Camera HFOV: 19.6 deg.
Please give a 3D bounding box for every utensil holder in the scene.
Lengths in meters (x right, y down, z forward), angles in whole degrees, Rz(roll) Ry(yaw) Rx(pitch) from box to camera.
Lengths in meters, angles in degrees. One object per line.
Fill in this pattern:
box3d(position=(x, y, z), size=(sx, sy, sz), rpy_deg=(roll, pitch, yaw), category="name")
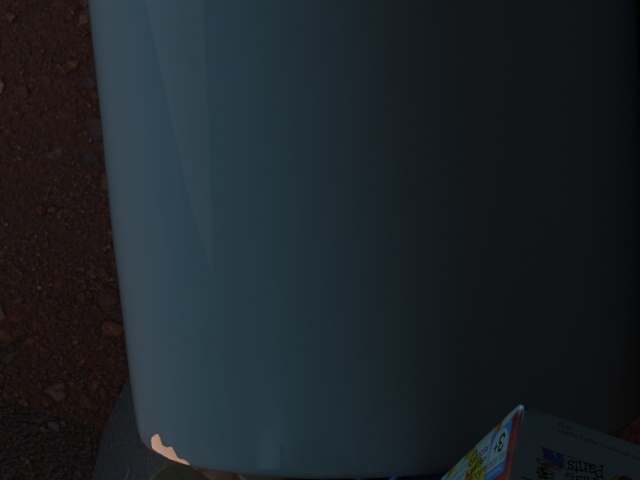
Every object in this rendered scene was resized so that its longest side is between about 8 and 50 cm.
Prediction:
box3d(position=(0.026, -0.086, 1.066), size=(0.327, 0.328, 0.385), rpy_deg=(-143, 49, -80), category="utensil holder")

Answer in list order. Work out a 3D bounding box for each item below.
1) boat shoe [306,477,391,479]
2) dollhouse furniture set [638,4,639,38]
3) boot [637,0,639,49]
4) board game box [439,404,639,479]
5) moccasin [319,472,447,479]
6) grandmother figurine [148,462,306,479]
box3d(position=(0.038, 0.096, 1.565), size=(0.120, 0.123, 0.324), rpy_deg=(118, 168, -54), category="boat shoe")
box3d(position=(0.275, -0.240, 0.989), size=(0.201, 0.152, 0.374), rpy_deg=(-83, -1, -51), category="dollhouse furniture set")
box3d(position=(0.186, -0.149, 1.368), size=(0.305, 0.112, 0.115), rpy_deg=(-52, 2, 43), category="boot")
box3d(position=(0.104, 0.241, 0.837), size=(0.142, 0.144, 0.275), rpy_deg=(124, 164, -57), category="board game box")
box3d(position=(0.030, 0.250, 1.300), size=(0.137, 0.117, 0.342), rpy_deg=(-81, 15, -48), category="moccasin")
box3d(position=(-0.069, 0.241, 1.429), size=(0.208, 0.104, 0.342), rpy_deg=(-39, -20, -14), category="grandmother figurine")
